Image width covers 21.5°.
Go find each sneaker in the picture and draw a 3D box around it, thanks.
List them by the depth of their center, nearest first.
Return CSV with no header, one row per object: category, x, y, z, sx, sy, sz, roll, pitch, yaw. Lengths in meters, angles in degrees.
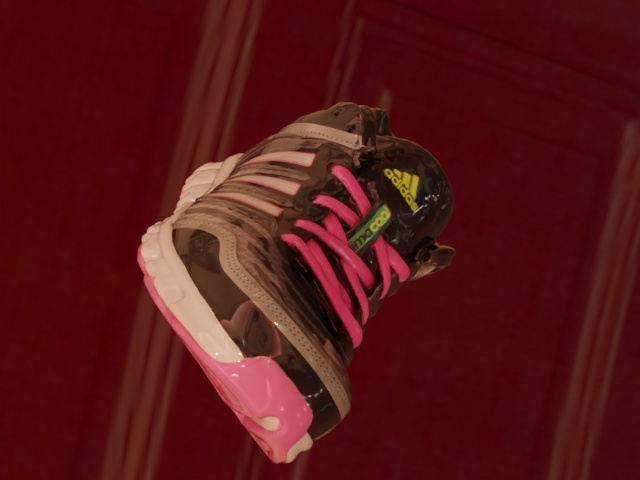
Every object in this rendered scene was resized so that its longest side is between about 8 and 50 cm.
sneaker,0.000,0.000,0.459,0.075,0.063,0.170,-30,14,9
